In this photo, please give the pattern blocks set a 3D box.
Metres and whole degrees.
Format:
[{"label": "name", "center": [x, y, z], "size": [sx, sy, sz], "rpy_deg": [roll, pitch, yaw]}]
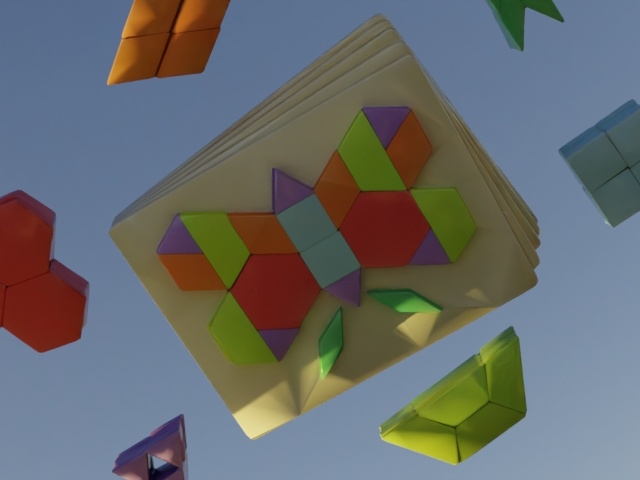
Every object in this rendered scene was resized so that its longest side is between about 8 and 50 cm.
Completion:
[{"label": "pattern blocks set", "center": [0.000, 0.000, 0.576], "size": [0.325, 0.285, 0.026], "rpy_deg": [-45, 16, 11]}]
